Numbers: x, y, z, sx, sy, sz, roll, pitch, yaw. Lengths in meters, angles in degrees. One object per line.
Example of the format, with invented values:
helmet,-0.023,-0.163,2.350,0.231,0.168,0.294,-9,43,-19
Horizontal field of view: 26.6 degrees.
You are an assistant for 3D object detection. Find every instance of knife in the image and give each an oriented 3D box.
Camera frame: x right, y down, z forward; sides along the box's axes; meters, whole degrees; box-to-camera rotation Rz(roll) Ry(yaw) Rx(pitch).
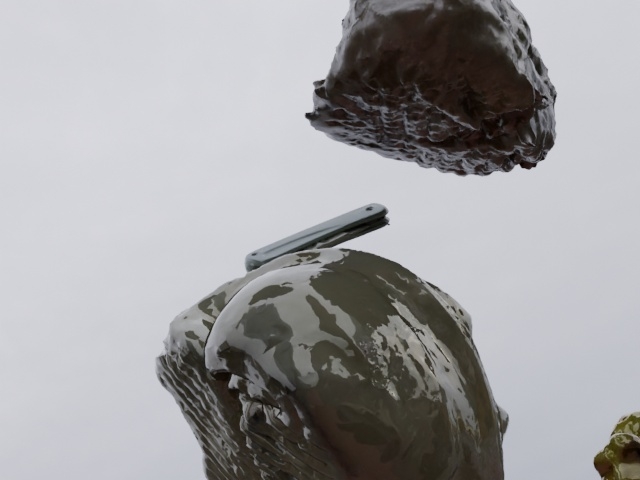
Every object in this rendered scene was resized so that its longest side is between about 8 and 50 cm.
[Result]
knife,0.000,0.000,1.275,0.162,0.044,0.023,-23,-70,-29

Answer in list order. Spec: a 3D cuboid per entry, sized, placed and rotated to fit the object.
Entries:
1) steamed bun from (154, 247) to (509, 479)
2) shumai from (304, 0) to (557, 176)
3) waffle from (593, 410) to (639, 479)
steamed bun,0.037,0.151,1.111,0.219,0.310,0.324,-36,-73,-25
shumai,0.118,-0.215,1.219,0.217,0.283,0.346,7,-13,15
waffle,0.305,0.228,0.989,0.253,0.249,0.056,-15,-18,-45
